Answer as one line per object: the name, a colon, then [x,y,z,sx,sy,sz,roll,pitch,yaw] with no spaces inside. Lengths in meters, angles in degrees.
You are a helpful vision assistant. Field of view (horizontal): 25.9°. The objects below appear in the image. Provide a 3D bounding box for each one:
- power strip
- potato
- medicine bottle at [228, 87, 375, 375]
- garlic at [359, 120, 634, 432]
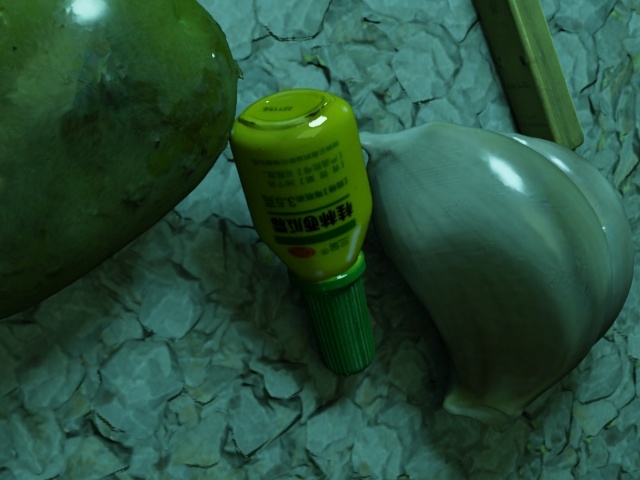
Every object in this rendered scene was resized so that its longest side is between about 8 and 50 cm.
power strip: [0.197,-0.215,1.395,0.044,0.064,0.305,-28,106,-22]
potato: [-0.239,-0.093,1.125,0.359,0.219,0.270,-44,123,-12]
medicine bottle: [0.000,0.000,1.273,0.111,0.076,0.309,-10,130,6]
garlic: [0.173,-0.014,1.358,0.340,0.246,0.231,52,44,-13]
